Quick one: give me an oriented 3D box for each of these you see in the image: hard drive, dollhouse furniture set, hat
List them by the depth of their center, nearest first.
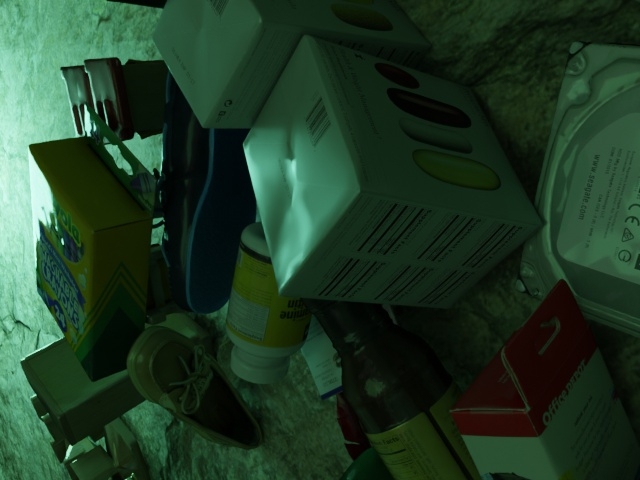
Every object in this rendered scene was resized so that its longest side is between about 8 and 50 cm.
[{"bbox_3d":[0.331,-0.016,0.489,0.339,0.064,0.236,23,113,40],"label":"hard drive"},{"bbox_3d":[0.092,0.275,0.803,0.208,0.183,0.173,38,150,-17],"label":"hat"},{"bbox_3d":[-0.232,-0.087,0.964,0.152,0.201,0.374,6,107,45],"label":"dollhouse furniture set"},{"bbox_3d":[-0.323,0.324,1.149,0.362,0.256,0.394,33,140,38],"label":"dollhouse furniture set"}]

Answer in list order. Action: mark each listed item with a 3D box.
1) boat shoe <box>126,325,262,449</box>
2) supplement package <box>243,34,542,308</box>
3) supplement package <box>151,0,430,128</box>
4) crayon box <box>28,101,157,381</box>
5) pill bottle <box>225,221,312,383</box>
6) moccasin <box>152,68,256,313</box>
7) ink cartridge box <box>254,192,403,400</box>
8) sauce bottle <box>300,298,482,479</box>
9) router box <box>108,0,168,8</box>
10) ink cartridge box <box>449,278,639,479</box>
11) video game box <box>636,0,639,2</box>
[{"bbox_3d":[-0.171,0.219,0.938,0.089,0.285,0.104,14,62,34],"label":"boat shoe"},{"bbox_3d":[0.060,-0.057,0.620,0.149,0.203,0.194,-51,43,40],"label":"supplement package"},{"bbox_3d":[-0.027,-0.213,0.692,0.134,0.244,0.139,-50,62,39],"label":"supplement package"},{"bbox_3d":[-0.314,0.006,0.871,0.203,0.083,0.323,43,134,33],"label":"crayon box"},{"bbox_3d":[-0.059,0.076,0.783,0.103,0.103,0.184,30,117,39],"label":"pill bottle"},{"bbox_3d":[-0.155,-0.078,0.851,0.117,0.138,0.342,6,88,31],"label":"moccasin"},{"bbox_3d":[0.000,0.000,0.827,0.176,0.069,0.371,-37,68,41],"label":"ink cartridge box"},{"bbox_3d":[0.098,0.177,0.663,0.111,0.111,0.344,-31,90,44],"label":"sauce bottle"},{"bbox_3d":[-0.083,-0.365,0.680,0.081,0.309,0.243,42,123,30],"label":"router box"},{"bbox_3d":[0.199,0.165,0.556,0.078,0.134,0.231,-17,102,46],"label":"ink cartridge box"},{"bbox_3d":[0.297,-0.282,0.494,0.187,0.048,0.205,39,122,32],"label":"video game box"}]
